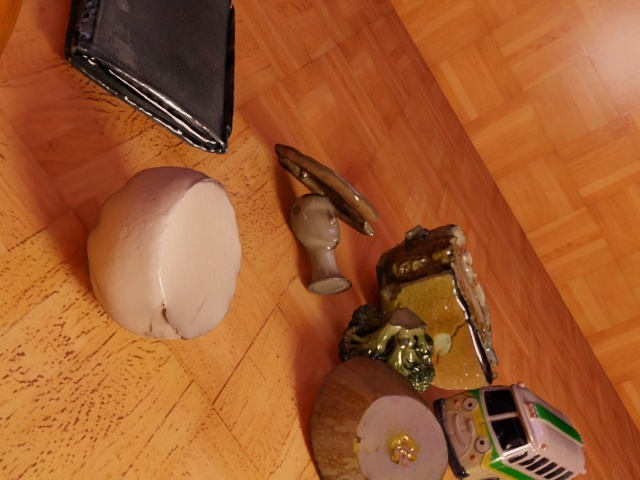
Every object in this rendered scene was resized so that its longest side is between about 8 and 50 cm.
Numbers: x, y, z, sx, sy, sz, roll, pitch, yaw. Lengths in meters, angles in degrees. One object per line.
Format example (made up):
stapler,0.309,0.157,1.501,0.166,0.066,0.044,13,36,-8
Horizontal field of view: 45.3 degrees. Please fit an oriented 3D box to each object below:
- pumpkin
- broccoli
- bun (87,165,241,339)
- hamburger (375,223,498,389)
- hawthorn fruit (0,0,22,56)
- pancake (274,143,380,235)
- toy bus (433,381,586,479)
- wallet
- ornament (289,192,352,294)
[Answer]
pumpkin,0.093,0.254,0.976,0.217,0.110,0.217,10,75,-39
broccoli,0.097,0.162,1.133,0.162,0.138,0.146,11,37,-14
bun,-0.162,0.010,0.750,0.173,0.120,0.173,6,90,-69
hamburger,0.189,0.115,1.317,0.167,0.192,0.288,-35,109,-58
hawthorn fruit,-0.314,-0.187,0.269,0.472,0.471,0.472,47,27,-33
pancake,0.010,-0.083,1.207,0.212,0.029,0.235,38,-6,14
toy bus,0.341,0.356,1.353,0.305,0.179,0.143,36,34,-47
wallet,-0.213,-0.281,1.008,0.237,0.075,0.342,30,40,-36
ornament,0.000,0.000,1.164,0.075,0.081,0.156,8,59,-39
